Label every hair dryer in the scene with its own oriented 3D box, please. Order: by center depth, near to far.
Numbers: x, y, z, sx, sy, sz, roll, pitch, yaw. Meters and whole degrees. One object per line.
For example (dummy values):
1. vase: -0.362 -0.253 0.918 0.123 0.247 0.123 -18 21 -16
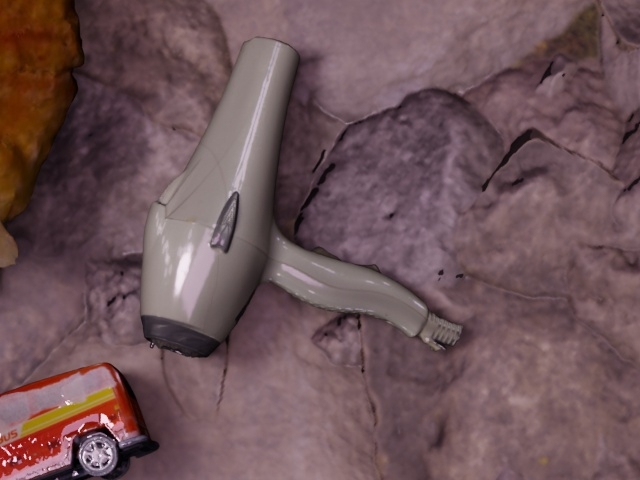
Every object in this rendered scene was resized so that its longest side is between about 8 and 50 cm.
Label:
1. hair dryer: -0.014 -0.031 1.114 0.225 0.088 0.219 -1 83 -16

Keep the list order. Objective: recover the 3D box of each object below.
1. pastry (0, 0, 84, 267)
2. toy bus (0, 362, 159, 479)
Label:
1. pastry: -0.300 -0.131 1.016 0.329 0.136 0.330 -5 100 -32
2. toy bus: -0.201 0.140 1.090 0.174 0.079 0.077 -19 80 -3
